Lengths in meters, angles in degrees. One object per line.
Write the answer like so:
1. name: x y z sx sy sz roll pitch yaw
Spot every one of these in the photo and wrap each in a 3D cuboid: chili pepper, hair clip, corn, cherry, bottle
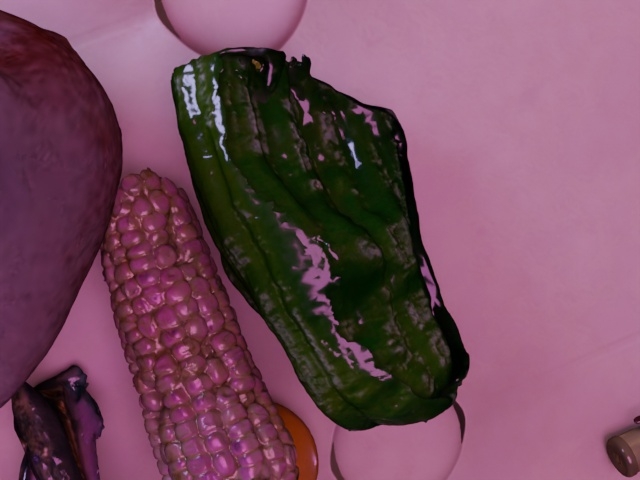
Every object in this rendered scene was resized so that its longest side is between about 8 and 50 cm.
1. chili pepper: -0.005 0.001 0.971 0.168 0.213 0.384 -22 96 35
2. hair clip: -0.215 0.281 0.931 0.110 0.095 0.358 -13 67 -22
3. corn: -0.125 0.103 0.963 0.127 0.126 0.335 -22 87 -8
4. cherry: -0.323 -0.030 0.824 0.326 0.291 0.334 16 100 -56
5. bottle: 0.369 0.221 1.164 0.101 0.047 0.063 -24 140 -12

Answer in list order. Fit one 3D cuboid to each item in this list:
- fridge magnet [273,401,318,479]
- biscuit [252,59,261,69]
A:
1. fridge magnet: -0.072 0.226 1.053 0.143 0.063 0.143 -2 100 -14
2. biscuit: -0.078 -0.137 1.007 0.084 0.023 0.083 -2 100 -13
